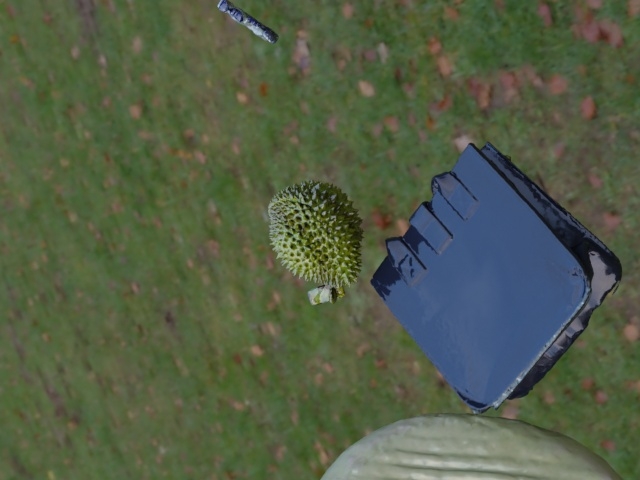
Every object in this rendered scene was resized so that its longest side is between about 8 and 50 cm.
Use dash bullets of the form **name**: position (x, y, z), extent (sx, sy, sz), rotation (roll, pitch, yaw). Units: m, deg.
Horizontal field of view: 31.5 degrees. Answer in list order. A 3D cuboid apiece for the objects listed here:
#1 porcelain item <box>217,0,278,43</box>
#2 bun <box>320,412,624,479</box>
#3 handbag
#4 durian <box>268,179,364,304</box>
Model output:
- **porcelain item**: position (-0.097, -0.329, 1.766), extent (0.021, 0.136, 0.075), rotation (-53, 53, 10)
- **bun**: position (0.151, 0.340, 1.090), extent (0.361, 0.361, 0.213), rotation (45, 156, 38)
- **handbag**: position (0.256, 0.051, 1.734), extent (0.329, 0.122, 0.303), rotation (49, 122, 27)
- **durian**: position (-0.002, -0.009, 1.814), extent (0.159, 0.146, 0.198), rotation (42, -159, -58)
